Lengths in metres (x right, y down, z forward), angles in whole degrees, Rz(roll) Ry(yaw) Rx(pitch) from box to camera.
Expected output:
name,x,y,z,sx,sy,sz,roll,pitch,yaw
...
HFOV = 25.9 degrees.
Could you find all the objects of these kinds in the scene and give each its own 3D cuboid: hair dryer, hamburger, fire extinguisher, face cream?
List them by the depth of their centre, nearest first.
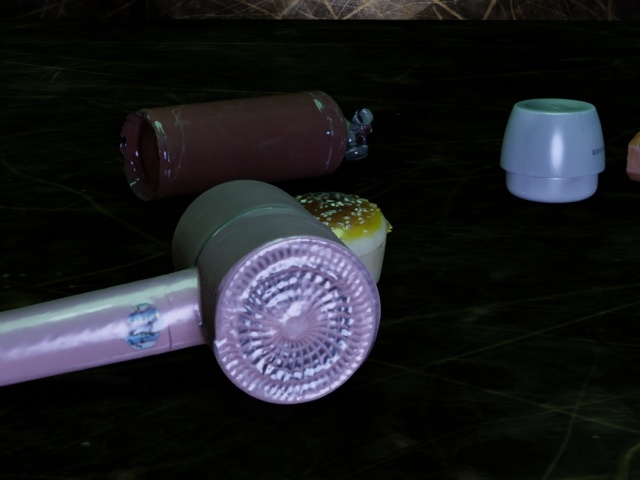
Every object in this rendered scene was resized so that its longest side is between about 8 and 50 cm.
name,x,y,z,sx,sy,sz,roll,pitch,yaw
hair dryer,-0.151,0.051,1.043,0.352,0.125,0.210,-11,17,-12
hamburger,0.000,0.000,1.248,0.126,0.081,0.141,11,17,33
face cream,0.261,-0.101,1.563,0.117,0.104,0.117,-1,16,0
fire extinguisher,-0.070,-0.113,1.633,0.337,0.106,0.147,-9,-6,-32

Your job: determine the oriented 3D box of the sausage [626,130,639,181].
name,x,y,z,sx,sy,sz,roll,pitch,yaw
sausage,0.438,-0.085,1.585,0.169,0.065,0.065,13,21,35
